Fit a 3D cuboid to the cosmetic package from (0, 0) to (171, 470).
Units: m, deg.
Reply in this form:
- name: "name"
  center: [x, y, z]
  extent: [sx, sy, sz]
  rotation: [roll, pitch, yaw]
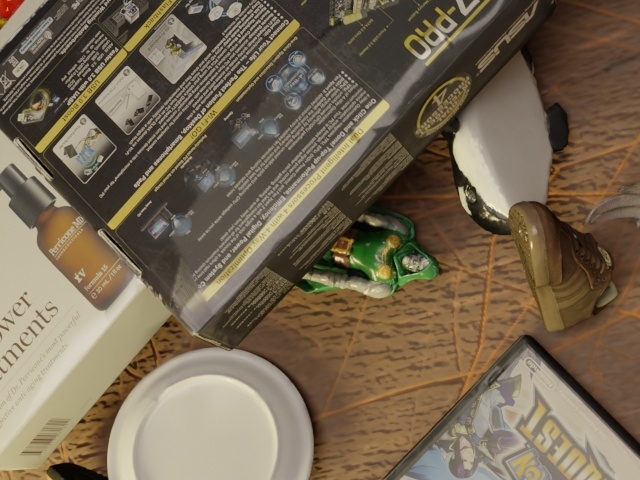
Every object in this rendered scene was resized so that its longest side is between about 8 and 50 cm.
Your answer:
- name: "cosmetic package"
  center: [-0.256, -0.020, 1.281]
  extent: [0.284, 0.097, 0.377]
  rotation: [44, 98, 21]

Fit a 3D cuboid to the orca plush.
- name: "orca plush"
  center: [0.119, -0.130, 1.212]
  extent: [0.102, 0.151, 0.287]
  rotation: [-32, 76, 49]

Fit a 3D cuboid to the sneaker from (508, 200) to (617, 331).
- name: "sneaker"
  center: [0.200, 0.012, 1.123]
  extent: [0.071, 0.188, 0.066]
  rotation: [-21, 62, 4]

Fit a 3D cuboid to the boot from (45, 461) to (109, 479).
- name: "boot"
  center: [-0.208, 0.317, 1.314]
  extent: [0.198, 0.077, 0.137]
  rotation: [35, 103, 22]

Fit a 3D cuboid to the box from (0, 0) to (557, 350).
- name: "box"
  center: [-0.056, -0.159, 1.136]
  extent: [0.395, 0.097, 0.318]
  rotation: [-47, 67, 2]

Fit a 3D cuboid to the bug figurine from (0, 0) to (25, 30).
- name: "bug figurine"
  center: [-0.342, -0.129, 1.407]
  extent: [0.279, 0.072, 0.216]
  rotation: [-38, 79, 9]

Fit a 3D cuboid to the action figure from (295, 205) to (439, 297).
- name: "action figure"
  center: [0.000, 0.000, 1.269]
  extent: [0.232, 0.063, 0.137]
  rotation: [12, 86, 19]

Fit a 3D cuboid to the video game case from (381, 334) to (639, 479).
- name: "video game case"
  center: [0.187, 0.264, 1.181]
  extent: [0.248, 0.035, 0.275]
  rotation: [-48, 71, 11]

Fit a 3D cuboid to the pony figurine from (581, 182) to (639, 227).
- name: "pony figurine"
  center: [0.405, -0.049, 1.007]
  extent: [0.351, 0.303, 0.363]
  rotation: [18, 96, 2]

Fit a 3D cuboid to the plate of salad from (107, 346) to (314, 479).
- name: "plate of salad"
  center: [-0.101, 0.198, 1.286]
  extent: [0.200, 0.048, 0.199]
  rotation: [-4, 70, 12]
